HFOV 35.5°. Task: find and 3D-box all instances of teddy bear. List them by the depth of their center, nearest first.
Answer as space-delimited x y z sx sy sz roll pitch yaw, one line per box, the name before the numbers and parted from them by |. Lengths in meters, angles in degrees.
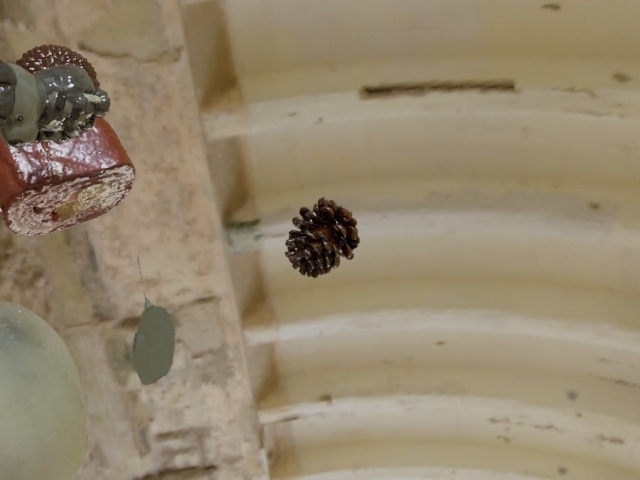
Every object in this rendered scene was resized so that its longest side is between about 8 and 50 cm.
teddy bear | -0.498 -0.215 1.652 0.171 0.251 0.144 -21 -98 41

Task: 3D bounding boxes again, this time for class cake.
cake | -0.506 -0.123 1.932 0.151 0.283 0.177 59 -30 18

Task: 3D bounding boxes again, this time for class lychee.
lychee | -0.535 -0.315 2.057 0.188 0.188 0.188 170 -90 -86

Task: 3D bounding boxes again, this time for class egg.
egg | -0.481 0.209 1.439 0.337 0.337 0.201 -105 -149 -49

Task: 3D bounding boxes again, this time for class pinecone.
pinecone | 0.003 0.003 1.359 0.102 0.102 0.109 86 24 -54

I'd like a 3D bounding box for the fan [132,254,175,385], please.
fan | -0.383 0.169 2.237 0.182 0.010 0.310 -35 -122 39
